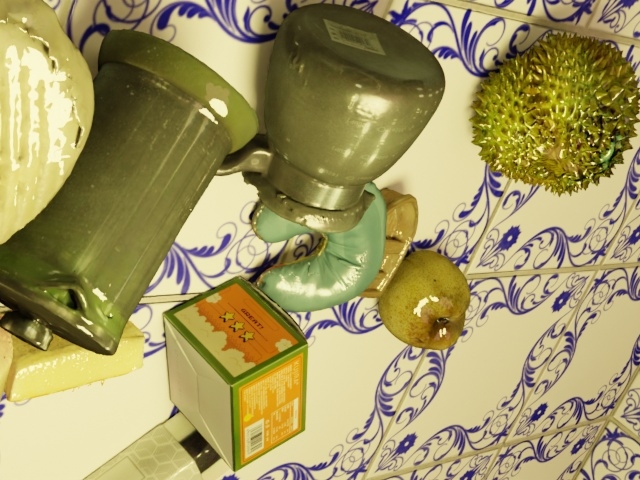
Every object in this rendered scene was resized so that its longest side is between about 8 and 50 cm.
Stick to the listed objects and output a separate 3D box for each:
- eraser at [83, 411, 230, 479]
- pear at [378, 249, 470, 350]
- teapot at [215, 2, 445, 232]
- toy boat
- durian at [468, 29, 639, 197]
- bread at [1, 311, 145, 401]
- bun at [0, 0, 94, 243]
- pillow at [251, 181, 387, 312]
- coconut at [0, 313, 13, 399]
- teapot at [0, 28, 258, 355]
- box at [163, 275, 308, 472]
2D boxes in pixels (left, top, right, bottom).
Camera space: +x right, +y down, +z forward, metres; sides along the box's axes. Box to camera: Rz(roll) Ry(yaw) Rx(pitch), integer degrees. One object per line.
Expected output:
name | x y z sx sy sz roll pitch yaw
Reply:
eraser | -0.303 0.400 1.686 0.404 0.098 0.096 -36 142 -19
pear | 0.181 0.104 1.905 0.167 0.136 0.167 -12 127 -16
teapot | -0.014 -0.133 1.429 0.305 0.223 0.285 -14 138 -43
toy boat | 0.088 -0.002 1.776 0.116 0.061 0.188 8 115 -48
durian | 0.388 -0.196 1.783 0.291 0.224 0.291 -27 145 -20
bread | -0.333 0.134 1.396 0.188 0.125 0.068 -13 123 -41
bun | -0.397 -0.134 1.024 0.359 0.211 0.360 -18 132 -21
pillow | 0.000 0.000 1.644 0.214 0.086 0.233 -13 125 -18
coconut | -0.451 0.131 1.179 0.233 0.233 0.245 -13 132 -40
teapot | -0.248 -0.037 1.229 0.200 0.270 0.337 37 71 -24
box | -0.120 0.193 1.630 0.148 0.177 0.195 -26 138 -28
